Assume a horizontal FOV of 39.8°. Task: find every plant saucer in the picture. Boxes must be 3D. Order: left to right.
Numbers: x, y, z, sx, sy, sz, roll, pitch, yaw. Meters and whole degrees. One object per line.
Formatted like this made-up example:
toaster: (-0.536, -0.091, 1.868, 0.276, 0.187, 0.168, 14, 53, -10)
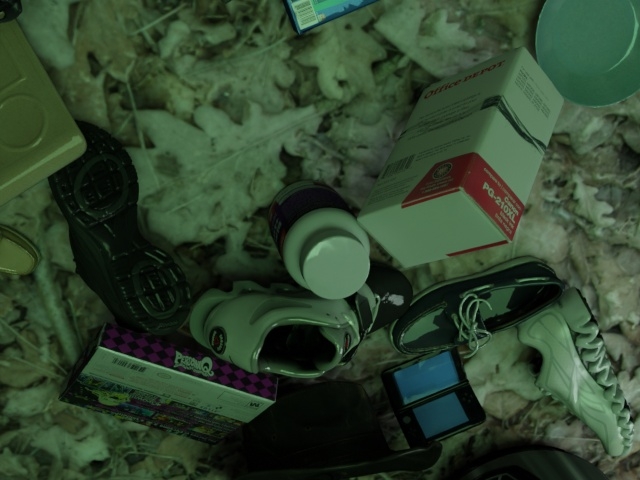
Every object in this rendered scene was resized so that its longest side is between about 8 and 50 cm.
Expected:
plant saucer: (0.368, -0.275, 1.168, 0.195, 0.037, 0.194, -4, 111, -10)

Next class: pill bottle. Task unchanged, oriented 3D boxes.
pill bottle: (0.000, 0.000, 1.104, 0.108, 0.193, 0.108, -4, 110, -11)

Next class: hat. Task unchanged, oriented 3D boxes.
hat: (-0.005, 0.269, 1.214, 0.332, 0.331, 0.133, -7, 69, -10)

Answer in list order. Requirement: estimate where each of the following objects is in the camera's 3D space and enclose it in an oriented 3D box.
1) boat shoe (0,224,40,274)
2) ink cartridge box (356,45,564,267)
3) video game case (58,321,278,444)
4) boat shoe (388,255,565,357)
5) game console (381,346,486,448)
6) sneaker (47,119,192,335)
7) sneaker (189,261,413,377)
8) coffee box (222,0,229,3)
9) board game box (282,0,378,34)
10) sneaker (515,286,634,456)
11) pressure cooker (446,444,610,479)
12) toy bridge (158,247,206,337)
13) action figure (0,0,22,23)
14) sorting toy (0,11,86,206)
boat shoe: (-0.429, 0.003, 1.085, 0.170, 0.059, 0.063, 26, 103, -19)
ink cartridge box: (0.171, -0.099, 1.061, 0.100, 0.172, 0.237, 43, 55, -23)
video game case: (-0.202, 0.194, 1.149, 0.232, 0.041, 0.210, 21, 145, -18)
boat shoe: (0.222, 0.103, 1.253, 0.255, 0.079, 0.095, -19, 113, -5)
game console: (0.166, 0.230, 1.295, 0.122, 0.107, 0.071, -22, 141, -3)
sneaker: (-0.271, -0.007, 1.089, 0.109, 0.130, 0.286, -24, 93, -39)
sneaker: (0.011, 0.115, 1.137, 0.331, 0.146, 0.122, -10, 119, -35)
coffee box: (-0.054, -0.467, 0.817, 0.334, 0.337, 0.338, -35, 102, 2)
board game box: (0.038, -0.362, 1.059, 0.210, 0.047, 0.160, -23, 112, -2)
sneaker: (0.383, 0.208, 1.324, 0.118, 0.110, 0.292, -24, 110, 11)
pressure cooker: (0.353, 0.539, 1.258, 0.376, 0.420, 0.369, 5, 109, -13)
toy bridge: (-0.176, 0.094, 1.192, 0.063, 0.026, 0.188, -41, 113, 7)
action figure: (-0.407, -0.284, 0.934, 0.276, 0.164, 0.140, -18, 118, 0)
sorting toy: (-0.395, -0.142, 1.020, 0.193, 0.038, 0.208, -32, 84, 1)
